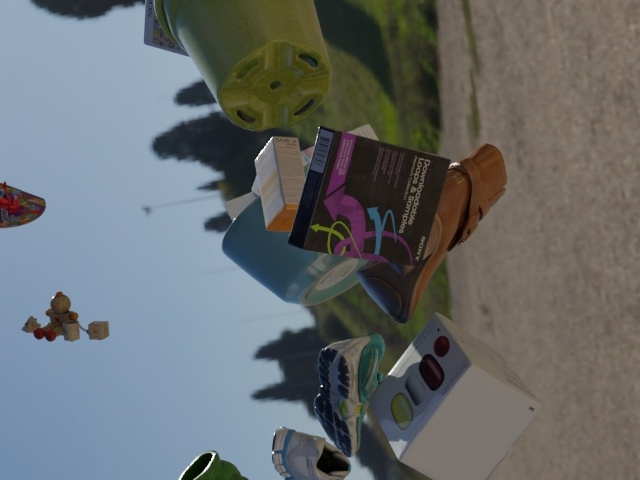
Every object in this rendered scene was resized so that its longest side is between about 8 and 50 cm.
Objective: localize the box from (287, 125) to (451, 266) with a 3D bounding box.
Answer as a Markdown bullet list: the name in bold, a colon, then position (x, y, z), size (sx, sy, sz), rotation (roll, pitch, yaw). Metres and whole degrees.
- **box**: position (0.050, -0.039, 1.120), size (0.029, 0.162, 0.116), rotation (23, 101, 46)

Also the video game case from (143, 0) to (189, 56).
- **video game case**: position (-0.239, -0.435, 2.075), size (0.227, 0.026, 0.206), rotation (22, 114, 42)

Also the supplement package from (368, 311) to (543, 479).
- **supplement package**: position (0.207, 0.259, 1.844), size (0.149, 0.194, 0.203), rotation (32, -170, -20)

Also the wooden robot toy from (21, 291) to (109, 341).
- **wooden robot toy**: position (-0.449, 0.129, 2.010), size (0.076, 0.173, 0.079), rotation (-19, -69, -60)

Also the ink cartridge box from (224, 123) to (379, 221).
- **ink cartridge box**: position (-0.007, -0.086, 2.514), size (0.207, 0.353, 0.119), rotation (60, 159, 13)

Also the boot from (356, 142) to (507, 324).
- **boot**: position (0.161, -0.010, 1.662), size (0.109, 0.220, 0.283), rotation (40, 159, 22)

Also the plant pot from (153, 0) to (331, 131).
- **plant pot**: position (-0.102, -0.320, 1.837), size (0.276, 0.276, 0.254), rotation (76, 173, -52)

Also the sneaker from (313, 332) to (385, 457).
- **sneaker**: position (0.061, 0.268, 1.980), size (0.107, 0.110, 0.275), rotation (45, 145, 34)

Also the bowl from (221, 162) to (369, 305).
- **bowl**: position (0.000, 0.000, 2.050), size (0.163, 0.311, 0.311), rotation (56, 176, 18)

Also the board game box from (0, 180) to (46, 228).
- **board game box**: position (-0.579, -0.078, 2.092), size (0.133, 0.169, 0.033), rotation (-43, -32, -54)

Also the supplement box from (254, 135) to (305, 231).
- **supplement box**: position (-0.045, -0.067, 1.395), size (0.062, 0.036, 0.098), rotation (-46, 49, 54)

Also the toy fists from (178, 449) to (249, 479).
- **toy fists**: position (-0.229, 0.538, 2.222), size (0.142, 0.096, 0.279), rotation (56, -137, -19)

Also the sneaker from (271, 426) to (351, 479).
- **sneaker**: position (0.008, 0.309, 1.517), size (0.190, 0.083, 0.071), rotation (57, -142, -47)
